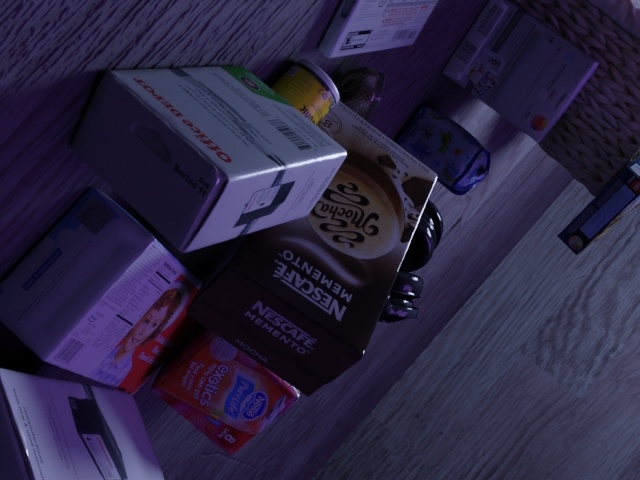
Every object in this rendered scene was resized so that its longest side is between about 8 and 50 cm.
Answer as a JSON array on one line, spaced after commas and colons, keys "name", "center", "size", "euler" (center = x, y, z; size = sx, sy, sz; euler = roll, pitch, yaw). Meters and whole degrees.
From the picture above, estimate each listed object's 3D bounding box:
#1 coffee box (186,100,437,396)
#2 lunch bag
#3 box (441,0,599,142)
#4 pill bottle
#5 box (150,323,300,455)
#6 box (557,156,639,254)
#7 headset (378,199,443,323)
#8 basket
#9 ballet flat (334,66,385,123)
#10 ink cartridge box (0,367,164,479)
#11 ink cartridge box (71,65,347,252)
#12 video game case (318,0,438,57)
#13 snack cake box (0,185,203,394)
[{"name": "coffee box", "center": [0.000, 0.000, 1.067], "size": [0.119, 0.168, 0.297], "euler": [-44, -165, 47]}, {"name": "lunch bag", "center": [0.206, -0.144, 1.549], "size": [0.096, 0.129, 0.151], "euler": [-53, 165, 14]}, {"name": "box", "center": [0.298, -0.259, 1.432], "size": [0.145, 0.186, 0.038], "euler": [-57, 162, 22]}, {"name": "pill bottle", "center": [-0.039, -0.137, 1.044], "size": [0.116, 0.065, 0.065], "euler": [-46, 163, -10]}, {"name": "box", "center": [-0.096, 0.127, 1.178], "size": [0.123, 0.128, 0.257], "euler": [-43, -168, 18]}, {"name": "box", "center": [0.478, -0.075, 1.480], "size": [0.233, 0.044, 0.159], "euler": [-26, 159, -48]}, {"name": "headset", "center": [0.097, 0.033, 1.624], "size": [0.394, 0.185, 0.243], "euler": [82, 25, -57]}, {"name": "basket", "center": [0.458, -0.286, 1.568], "size": [0.266, 0.331, 0.328], "euler": [-52, 164, 28]}, {"name": "ballet flat", "center": [0.020, -0.133, 1.238], "size": [0.250, 0.058, 0.084], "euler": [117, -15, -53]}, {"name": "ink cartridge box", "center": [-0.311, 0.231, 0.909], "size": [0.223, 0.129, 0.307], "euler": [-25, 164, 4]}, {"name": "ink cartridge box", "center": [-0.096, -0.082, 0.867], "size": [0.087, 0.153, 0.208], "euler": [-57, 161, 26]}, {"name": "video game case", "center": [0.099, -0.305, 1.107], "size": [0.212, 0.023, 0.193], "euler": [-24, 150, -54]}, {"name": "snack cake box", "center": [-0.213, 0.063, 0.994], "size": [0.152, 0.089, 0.264], "euler": [-49, 164, -8]}]
